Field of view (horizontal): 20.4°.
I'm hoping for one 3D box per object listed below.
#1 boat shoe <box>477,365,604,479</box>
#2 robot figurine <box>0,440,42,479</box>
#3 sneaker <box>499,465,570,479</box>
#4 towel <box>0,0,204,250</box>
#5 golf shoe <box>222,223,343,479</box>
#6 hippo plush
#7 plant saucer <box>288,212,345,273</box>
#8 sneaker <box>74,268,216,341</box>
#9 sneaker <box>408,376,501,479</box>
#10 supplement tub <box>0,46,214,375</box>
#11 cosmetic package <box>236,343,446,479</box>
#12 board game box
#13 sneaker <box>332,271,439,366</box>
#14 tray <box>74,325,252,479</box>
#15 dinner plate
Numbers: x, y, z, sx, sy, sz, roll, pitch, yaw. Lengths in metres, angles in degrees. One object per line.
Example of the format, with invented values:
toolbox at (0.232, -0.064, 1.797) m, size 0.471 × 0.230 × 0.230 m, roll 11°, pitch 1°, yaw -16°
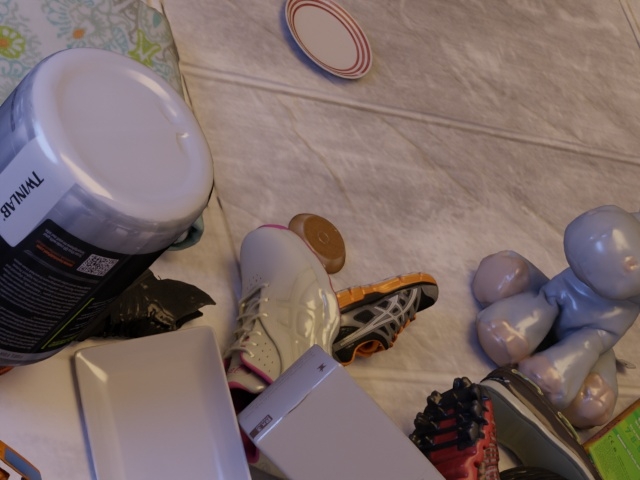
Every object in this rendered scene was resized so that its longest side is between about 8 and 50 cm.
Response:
boat shoe at (0.273, 0.243, 2.084) m, size 0.227 × 0.081 × 0.069 m, roll 49°, pitch 42°, yaw 4°
robot figurine at (-0.279, 0.270, 1.484) m, size 0.291 × 0.085 × 0.211 m, roll 42°, pitch 54°, yaw -26°
sneaker at (0.272, 0.391, 1.952) m, size 0.122 × 0.146 × 0.330 m, roll -9°, pitch 39°, yaw -20°
towel at (-0.299, -0.166, 1.872) m, size 0.374 × 0.090 × 0.320 m, roll 17°, pitch 49°, yaw -34°
golf shoe at (-0.049, 0.112, 1.865) m, size 0.140 × 0.115 × 0.306 m, roll 7°, pitch 54°, yaw -36°
hippo plush at (0.358, 0.082, 2.176) m, size 0.294 × 0.236 × 0.234 m, roll 12°, pitch 51°, yaw -38°
plant saucer at (0.000, 0.000, 2.079) m, size 0.083 × 0.015 × 0.083 m, roll 25°, pitch 44°, yaw -27°
sneaker at (-0.182, 0.078, 1.809) m, size 0.089 × 0.051 × 0.170 m, roll 44°, pitch 35°, yaw 1°
sneaker at (0.155, 0.282, 1.910) m, size 0.135 × 0.098 × 0.276 m, roll 48°, pitch 36°, yaw -39°
supplement tub at (-0.254, -0.013, 1.603) m, size 0.194 × 0.316 × 0.193 m, roll 26°, pitch 43°, yaw -26°
cosmetic package at (0.035, 0.224, 1.760) m, size 0.231 × 0.117 × 0.085 m, roll 50°, pitch -6°, yaw -21°
board game box at (0.406, 0.269, 2.210) m, size 0.259 × 0.039 × 0.124 m, roll -26°, pitch 93°, yaw -49°
sneaker at (0.061, 0.090, 2.022) m, size 0.215 × 0.084 × 0.083 m, roll -14°, pitch 83°, yaw -45°
tray at (-0.145, 0.215, 1.710) m, size 0.145 × 0.030 × 0.270 m, roll -11°, pitch 61°, yaw -9°
dinner plate at (0.008, -0.265, 2.307) m, size 0.141 × 0.017 × 0.141 m, roll 26°, pitch 44°, yaw -28°
